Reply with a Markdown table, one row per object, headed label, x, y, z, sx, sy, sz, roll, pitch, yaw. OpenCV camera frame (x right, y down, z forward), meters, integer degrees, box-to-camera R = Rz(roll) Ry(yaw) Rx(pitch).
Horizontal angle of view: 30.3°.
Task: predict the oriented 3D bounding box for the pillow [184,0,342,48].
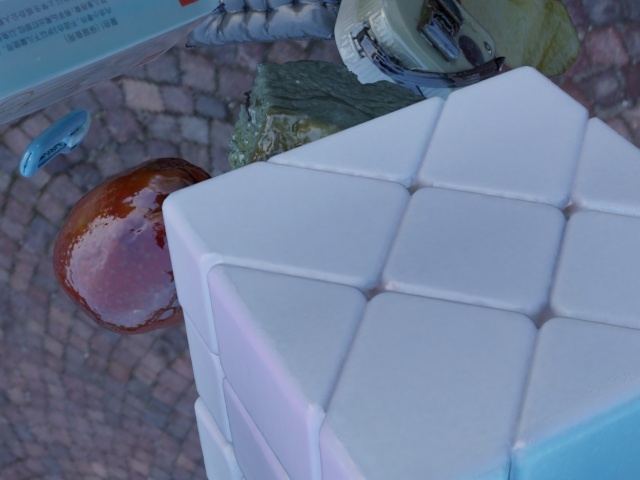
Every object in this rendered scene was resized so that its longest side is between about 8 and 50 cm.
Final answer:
| label | x | y | z | sx | sy | sz | roll | pitch | yaw |
| --- | --- | --- | --- | --- | --- | --- | --- | --- | --- |
| pillow | -0.097 | -0.436 | 1.937 | 0.326 | 0.101 | 0.228 | 5 | 104 | 38 |

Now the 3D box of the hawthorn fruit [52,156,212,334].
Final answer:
| label | x | y | z | sx | sy | sz | roll | pitch | yaw |
| --- | --- | --- | --- | --- | --- | --- | --- | --- | --- |
| hawthorn fruit | -0.162 | 0.005 | 1.133 | 0.179 | 0.173 | 0.173 | -31 | 113 | 13 |

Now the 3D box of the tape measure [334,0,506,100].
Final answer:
| label | x | y | z | sx | sy | sz | roll | pitch | yaw |
| --- | --- | --- | --- | --- | --- | --- | --- | --- | --- |
| tape measure | 0.154 | -0.259 | 1.664 | 0.133 | 0.231 | 0.271 | -29 | 124 | 34 |

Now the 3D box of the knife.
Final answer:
| label | x | y | z | sx | sy | sz | roll | pitch | yaw |
| --- | --- | --- | --- | --- | --- | --- | --- | --- | --- |
| knife | -0.333 | -0.125 | 1.506 | 0.031 | 0.222 | 0.064 | 23 | 110 | 0 |

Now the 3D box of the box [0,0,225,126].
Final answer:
| label | x | y | z | sx | sy | sz | roll | pitch | yaw |
| --- | --- | --- | --- | --- | --- | --- | --- | --- | --- |
| box | -0.223 | -0.178 | 1.042 | 0.135 | 0.269 | 0.079 | -24 | 97 | 49 |

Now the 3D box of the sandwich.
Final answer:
| label | x | y | z | sx | sy | sz | roll | pitch | yaw |
| --- | --- | --- | --- | --- | --- | --- | --- | --- | --- |
| sandwich | 0.050 | -0.100 | 1.343 | 0.325 | 0.262 | 0.131 | 19 | 115 | 14 |

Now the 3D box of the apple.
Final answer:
| label | x | y | z | sx | sy | sz | roll | pitch | yaw |
| --- | --- | --- | --- | --- | --- | --- | --- | --- | --- |
| apple | 0.278 | -0.433 | 1.882 | 0.295 | 0.364 | 0.329 | -54 | 51 | 24 |

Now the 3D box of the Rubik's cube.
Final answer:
| label | x | y | z | sx | sy | sz | roll | pitch | yaw |
| --- | --- | --- | --- | --- | --- | --- | --- | --- | --- |
| Rubik's cube | 0.104 | 0.116 | 0.839 | 0.319 | 0.321 | 0.316 | 50 | 152 | 43 |
